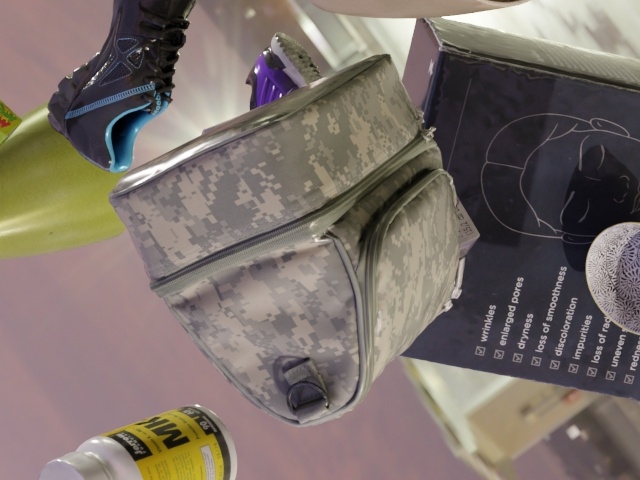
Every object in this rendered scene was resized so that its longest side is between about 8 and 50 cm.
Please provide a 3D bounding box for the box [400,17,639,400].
[{"bbox_3d":[0.334,-0.051,2.122,0.471,0.480,0.297,11,-162,-8],"label":"box"}]

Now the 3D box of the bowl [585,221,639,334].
[{"bbox_3d":[0.464,0.041,1.936,0.080,0.170,0.170,-30,-99,-45],"label":"bowl"}]

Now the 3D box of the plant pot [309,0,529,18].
[{"bbox_3d":[0.092,-0.353,1.574,0.274,0.256,0.256,-14,121,51],"label":"plant pot"}]

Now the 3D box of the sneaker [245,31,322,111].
[{"bbox_3d":[-0.050,-0.212,2.392,0.102,0.146,0.293,22,-146,-45],"label":"sneaker"}]

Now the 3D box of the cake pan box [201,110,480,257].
[{"bbox_3d":[0.021,-0.049,1.613,0.267,0.245,0.070,62,160,16],"label":"cake pan box"}]

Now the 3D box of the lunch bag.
[{"bbox_3d":[0.000,0.000,1.225,0.256,0.212,0.305,65,-153,-8],"label":"lunch bag"}]

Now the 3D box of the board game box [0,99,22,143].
[{"bbox_3d":[-0.490,-0.140,1.900,0.092,0.181,0.043,45,-135,-7],"label":"board game box"}]

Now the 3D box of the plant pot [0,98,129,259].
[{"bbox_3d":[-0.525,-0.078,2.407,0.274,0.293,0.275,28,132,37],"label":"plant pot"}]

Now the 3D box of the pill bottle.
[{"bbox_3d":[-0.203,0.264,1.545,0.208,0.119,0.119,-14,-118,-49],"label":"pill bottle"}]

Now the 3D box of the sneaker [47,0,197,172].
[{"bbox_3d":[-0.228,-0.246,1.857,0.140,0.341,0.125,47,-154,26],"label":"sneaker"}]
